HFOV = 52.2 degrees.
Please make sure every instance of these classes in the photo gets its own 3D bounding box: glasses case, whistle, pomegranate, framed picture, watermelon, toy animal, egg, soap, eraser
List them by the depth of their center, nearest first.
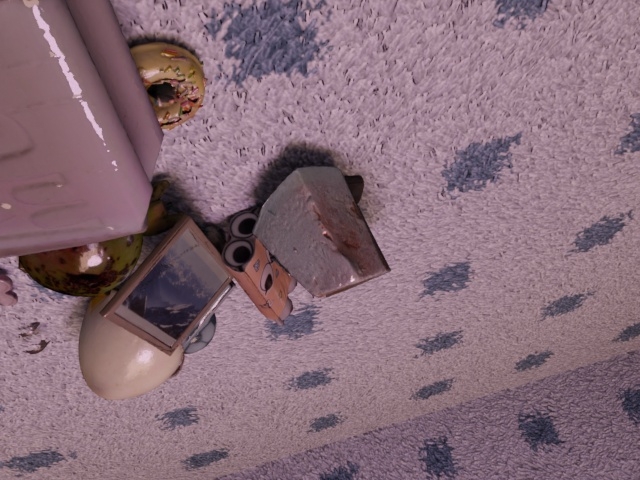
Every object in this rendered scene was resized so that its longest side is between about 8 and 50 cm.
[{"bbox_3d":[-0.436,-0.190,0.916,0.350,0.213,0.435,-4,141,1],"label":"soap"},{"bbox_3d":[-0.425,-0.029,1.235,0.242,0.242,0.306,-43,-177,31],"label":"pomegranate"},{"bbox_3d":[-0.301,0.105,1.369,0.247,0.022,0.335,-52,160,-13],"label":"framed picture"},{"bbox_3d":[0.024,0.024,1.382,0.228,0.258,0.387,-35,129,4],"label":"watermelon"},{"bbox_3d":[-0.265,-0.004,1.458,0.079,0.070,0.253,-36,143,-4],"label":"toy animal"},{"bbox_3d":[0.002,-0.108,1.466,0.190,0.042,0.072,-5,136,-21],"label":"glasses case"},{"bbox_3d":[-0.469,0.264,1.545,0.264,0.174,0.286,27,131,8],"label":"egg"},{"bbox_3d":[-0.137,0.067,1.546,0.087,0.171,0.290,2,150,17],"label":"eraser"},{"bbox_3d":[-0.315,0.184,1.642,0.290,0.163,0.163,-49,141,7],"label":"whistle"}]

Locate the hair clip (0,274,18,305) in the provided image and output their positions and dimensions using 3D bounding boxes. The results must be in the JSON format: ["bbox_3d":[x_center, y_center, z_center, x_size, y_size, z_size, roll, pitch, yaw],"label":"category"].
[{"bbox_3d":[-0.736,0.083,1.346,0.146,0.075,0.257,-20,153,5],"label":"hair clip"}]

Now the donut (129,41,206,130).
[{"bbox_3d":[-0.273,-0.251,1.094,0.174,0.068,0.175,-13,145,-9],"label":"donut"}]

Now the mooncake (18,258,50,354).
[{"bbox_3d":[-0.657,0.142,1.489,0.150,0.057,0.347,-2,139,-2],"label":"mooncake"}]
